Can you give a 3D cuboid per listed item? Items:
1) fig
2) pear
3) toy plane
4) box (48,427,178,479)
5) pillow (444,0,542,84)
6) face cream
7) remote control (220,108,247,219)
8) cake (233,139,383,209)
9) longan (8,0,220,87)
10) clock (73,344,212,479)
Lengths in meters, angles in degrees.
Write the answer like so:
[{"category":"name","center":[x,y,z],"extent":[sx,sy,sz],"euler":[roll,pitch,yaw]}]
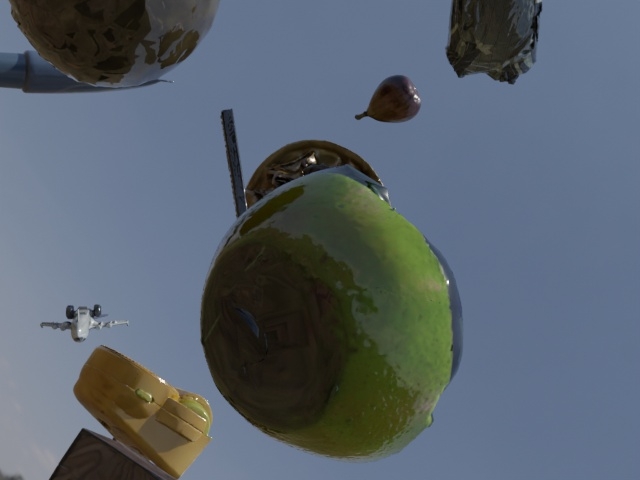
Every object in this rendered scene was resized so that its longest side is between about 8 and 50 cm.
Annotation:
[{"category":"fig","center":[0.114,-0.238,1.866],"extent":[0.089,0.125,0.089],"euler":[52,20,-28]},{"category":"pear","center":[-0.027,0.101,1.336],"extent":[0.399,0.165,0.399],"euler":[-1,-91,38]},{"category":"toy plane","center":[-0.439,0.152,1.944],"extent":[0.171,0.162,0.065],"euler":[170,-81,-84]},{"category":"box","center":[-0.393,0.508,2.063],"extent":[0.252,0.188,0.153],"euler":[29,-8,26]},{"category":"pillow","center":[0.291,-0.412,1.666],"extent":[0.092,0.161,0.335],"euler":[-96,-168,-64]},{"category":"face cream","center":[-0.506,-0.340,2.167],"extent":[0.135,0.385,0.086],"euler":[19,-73,62]},{"category":"remote control","center":[-0.157,-0.120,1.936],"extent":[0.063,0.025,0.245],"euler":[125,-44,-76]},{"category":"cake","center":[-0.010,-0.056,2.236],"extent":[0.332,0.332,0.321],"euler":[60,-4,-8]},{"category":"longan","center":[-0.343,-0.446,1.727],"extent":[0.391,0.391,0.391],"euler":[44,-26,28]},{"category":"clock","center":[-0.420,0.379,2.422],"extent":[0.317,0.200,0.244],"euler":[43,-23,-25]}]
